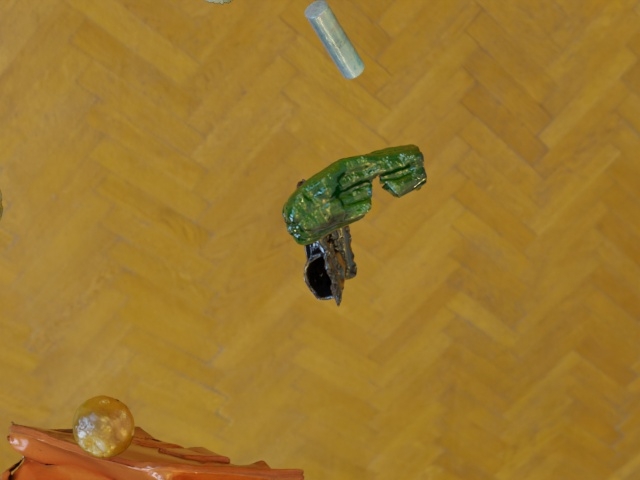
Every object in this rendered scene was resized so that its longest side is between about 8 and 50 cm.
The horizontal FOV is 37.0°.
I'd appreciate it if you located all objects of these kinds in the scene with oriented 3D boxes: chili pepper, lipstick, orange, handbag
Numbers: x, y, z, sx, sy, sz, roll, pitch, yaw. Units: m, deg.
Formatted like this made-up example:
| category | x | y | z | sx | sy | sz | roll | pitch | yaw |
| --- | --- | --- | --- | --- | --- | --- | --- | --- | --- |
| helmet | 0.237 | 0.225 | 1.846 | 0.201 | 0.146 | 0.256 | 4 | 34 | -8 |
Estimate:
| category | x | y | z | sx | sy | sz | roll | pitch | yaw |
| --- | --- | --- | --- | --- | --- | --- | --- | --- | --- |
| chili pepper | 0.051 | -0.081 | 1.494 | 0.253 | 0.099 | 0.083 | -27 | 171 | -13 |
| lipstick | 0.027 | -0.363 | 1.736 | 0.048 | 0.048 | 0.158 | -34 | 133 | 4 |
| orange | -0.283 | 0.243 | 1.252 | 0.083 | 0.070 | 0.083 | 10 | 128 | 13 |
| handbag | -0.265 | 0.360 | 1.440 | 0.303 | 0.410 | 0.116 | 16 | 80 | -47 |

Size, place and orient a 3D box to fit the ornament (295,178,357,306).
| category | x | y | z | sx | sy | sz | roll | pitch | yaw |
| --- | --- | --- | --- | --- | --- | --- | --- | --- | --- |
| ornament | 0.000 | 0.000 | 1.886 | 0.106 | 0.260 | 0.251 | -12 | 93 | 7 |

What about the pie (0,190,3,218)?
| category | x | y | z | sx | sy | sz | roll | pitch | yaw |
| --- | --- | --- | --- | --- | --- | --- | --- | --- | --- |
| pie | -0.607 | -0.069 | 1.422 | 0.274 | 0.106 | 0.257 | -17 | 138 | 31 |

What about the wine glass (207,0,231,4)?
| category | x | y | z | sx | sy | sz | roll | pitch | yaw |
| --- | --- | --- | --- | --- | --- | --- | --- | --- | --- |
| wine glass | -0.147 | -0.464 | 1.442 | 0.092 | 0.093 | 0.202 | 1 | 129 | -21 |
